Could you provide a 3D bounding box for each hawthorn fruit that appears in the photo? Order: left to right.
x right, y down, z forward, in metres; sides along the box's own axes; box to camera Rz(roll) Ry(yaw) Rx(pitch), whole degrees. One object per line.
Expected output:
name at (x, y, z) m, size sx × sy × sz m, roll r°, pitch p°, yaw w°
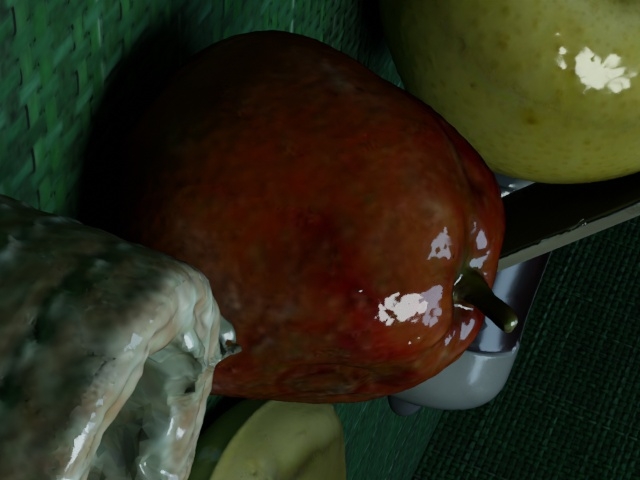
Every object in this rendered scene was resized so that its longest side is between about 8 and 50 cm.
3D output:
hawthorn fruit at (0.000, 0.000, 0.819) m, size 0.224 × 0.260 × 0.224 m, roll -53°, pitch 154°, yaw -41°

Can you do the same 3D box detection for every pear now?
pear at (0.214, -0.215, 1.201) m, size 0.348 × 0.348 × 0.348 m, roll 21°, pitch 90°, yaw -77°

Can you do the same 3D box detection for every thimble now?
thimble at (-0.143, 0.099, 0.638) m, size 0.196 × 0.148 × 0.229 m, roll -3°, pitch 112°, yaw -75°

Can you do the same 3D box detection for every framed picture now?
framed picture at (0.215, -0.029, 1.281) m, size 0.016 × 0.250 × 0.184 m, roll 59°, pitch 27°, yaw -12°

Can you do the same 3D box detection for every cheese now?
cheese at (-0.053, 0.257, 1.301) m, size 0.316 × 0.128 × 0.260 m, roll -42°, pitch 148°, yaw -67°

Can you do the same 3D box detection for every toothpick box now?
toothpick box at (0.126, 0.041, 1.543) m, size 0.229 × 0.229 × 0.316 m, roll -24°, pitch 133°, yaw -72°
